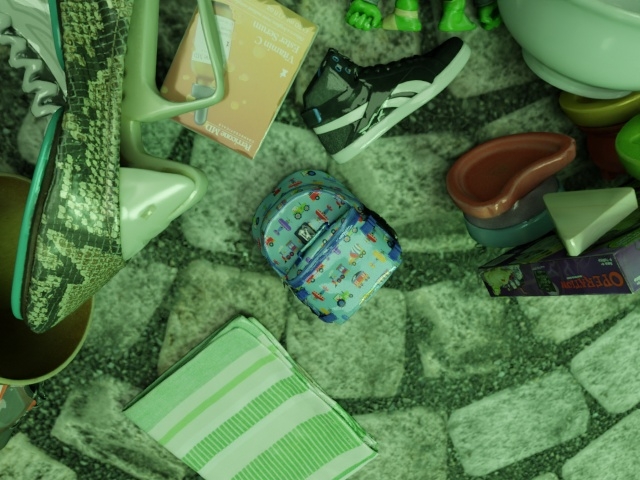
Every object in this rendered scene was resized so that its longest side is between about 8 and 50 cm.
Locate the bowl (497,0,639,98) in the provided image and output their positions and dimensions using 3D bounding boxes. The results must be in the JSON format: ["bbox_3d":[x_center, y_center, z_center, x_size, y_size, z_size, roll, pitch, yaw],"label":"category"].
[{"bbox_3d":[0.321,-0.255,0.587,0.297,0.298,0.134,1,141,-6],"label":"bowl"}]

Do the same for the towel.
[{"bbox_3d":[-0.096,0.290,0.801,0.248,0.038,0.325,-40,107,7],"label":"towel"}]

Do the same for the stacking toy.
[{"bbox_3d":[0.330,-0.068,0.623,0.309,0.279,0.130,-32,118,3],"label":"stacking toy"}]

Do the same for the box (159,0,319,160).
[{"bbox_3d":[-0.099,-0.203,0.622,0.130,0.091,0.170,25,102,-13],"label":"box"}]

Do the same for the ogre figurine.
[{"bbox_3d":[0.131,-0.308,0.615,0.197,0.097,0.118,4,118,4],"label":"ogre figurine"}]

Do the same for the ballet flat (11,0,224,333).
[{"bbox_3d":[-0.189,-0.136,0.519,0.182,0.164,0.483,6,96,-13],"label":"ballet flat"}]

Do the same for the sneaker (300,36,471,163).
[{"bbox_3d":[0.070,-0.205,0.645,0.217,0.079,0.121,-39,108,8],"label":"sneaker"}]

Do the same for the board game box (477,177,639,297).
[{"bbox_3d":[0.378,-0.031,0.611,0.346,0.208,0.056,-26,87,-19],"label":"board game box"}]

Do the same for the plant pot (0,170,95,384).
[{"bbox_3d":[-0.448,0.063,0.615,0.254,0.237,0.237,-11,108,14],"label":"plant pot"}]

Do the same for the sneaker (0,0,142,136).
[{"bbox_3d":[-0.303,-0.238,0.591,0.118,0.110,0.292,-25,115,-8],"label":"sneaker"}]

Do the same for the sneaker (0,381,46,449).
[{"bbox_3d":[-0.425,0.233,0.738,0.064,0.061,0.158,16,105,-17],"label":"sneaker"}]

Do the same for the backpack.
[{"bbox_3d":[0.000,0.000,0.683,0.158,0.117,0.173,-43,104,7],"label":"backpack"}]
